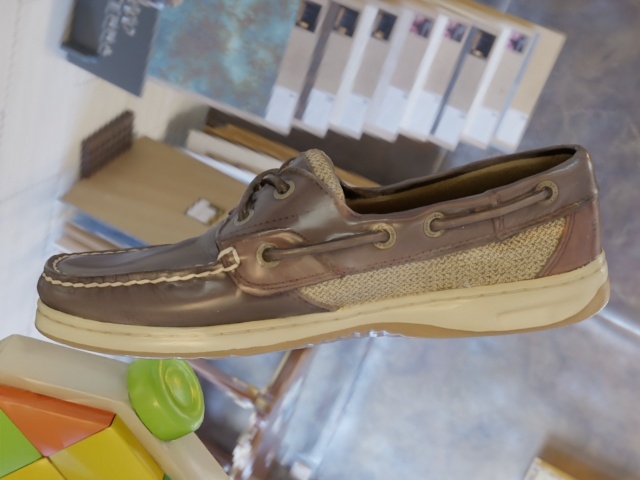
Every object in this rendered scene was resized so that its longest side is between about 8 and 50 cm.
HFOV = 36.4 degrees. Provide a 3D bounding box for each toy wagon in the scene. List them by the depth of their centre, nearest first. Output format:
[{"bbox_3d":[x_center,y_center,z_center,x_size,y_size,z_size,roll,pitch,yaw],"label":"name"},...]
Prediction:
[{"bbox_3d":[-0.185,0.161,0.616,0.267,0.344,0.068,-27,-158,17],"label":"toy wagon"}]

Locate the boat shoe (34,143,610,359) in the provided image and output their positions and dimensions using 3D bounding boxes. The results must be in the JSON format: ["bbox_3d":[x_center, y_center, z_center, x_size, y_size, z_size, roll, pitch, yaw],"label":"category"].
[{"bbox_3d":[0.000,0.000,0.483,0.103,0.285,0.093,-89,175,-76],"label":"boat shoe"}]
